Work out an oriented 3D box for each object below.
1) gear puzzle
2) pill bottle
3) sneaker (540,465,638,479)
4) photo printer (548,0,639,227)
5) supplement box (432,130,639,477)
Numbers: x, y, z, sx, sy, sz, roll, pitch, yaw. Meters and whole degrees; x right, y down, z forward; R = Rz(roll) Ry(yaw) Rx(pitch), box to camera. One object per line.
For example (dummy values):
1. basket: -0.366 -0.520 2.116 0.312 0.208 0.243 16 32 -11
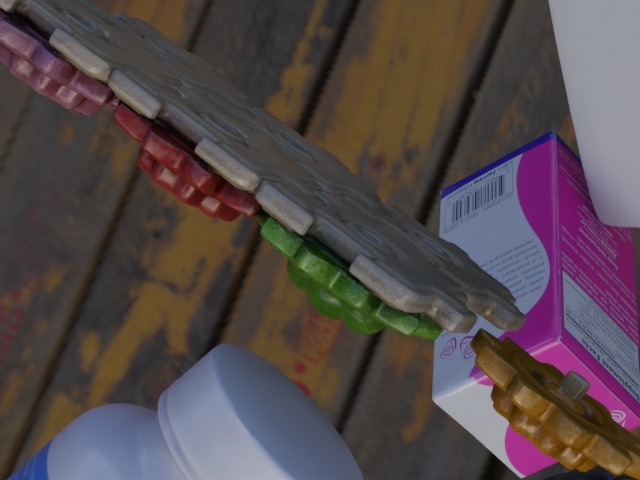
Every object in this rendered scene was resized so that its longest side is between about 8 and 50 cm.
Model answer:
1. gear puzzle: 0.000 0.000 0.773 0.339 0.175 0.044 37 100 18
2. pill bottle: -0.091 0.146 0.751 0.221 0.124 0.124 -43 72 14
3. sneaker: 0.175 0.201 0.758 0.111 0.129 0.297 -30 42 -23
4. photo printer: 0.308 -0.127 1.237 0.307 0.107 0.256 3 112 47
5. supplement box: 0.159 0.045 1.338 0.111 0.114 0.220 -29 33 29
